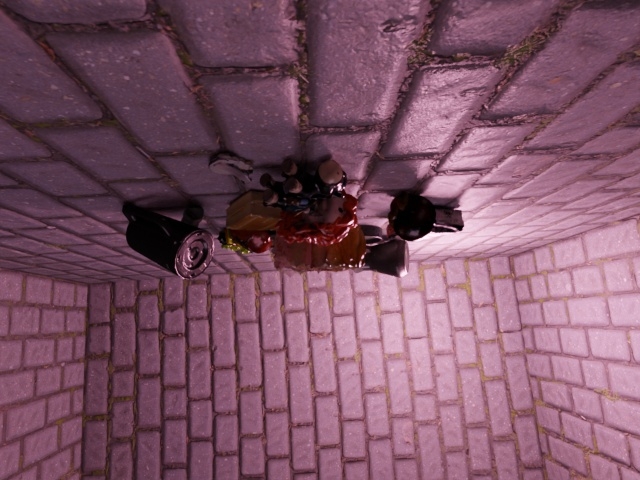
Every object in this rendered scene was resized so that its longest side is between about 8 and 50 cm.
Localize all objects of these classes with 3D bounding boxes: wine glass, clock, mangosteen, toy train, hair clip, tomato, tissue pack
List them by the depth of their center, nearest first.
[{"bbox_3d":[-0.271,-0.216,1.252,0.116,0.049,0.172,-16,162,29],"label":"hair clip"},{"bbox_3d":[-0.522,-0.095,1.694,0.079,0.079,0.195,1,170,-23],"label":"wine glass"},{"bbox_3d":[0.379,-0.095,1.732,0.209,0.210,0.210,-4,169,-1],"label":"mangosteen"},{"bbox_3d":[-0.333,-0.013,1.901,0.227,0.101,0.228,29,163,10],"label":"tomato"},{"bbox_3d":[0.514,-0.071,2.075,0.244,0.123,0.332,0,168,-31],"label":"tissue pack"},{"bbox_3d":[-0.404,-0.003,2.162,0.160,0.101,0.296,-16,165,20],"label":"toy train"},{"bbox_3d":[0.201,-0.022,2.371,0.312,0.062,0.312,-3,169,-1],"label":"clock"}]

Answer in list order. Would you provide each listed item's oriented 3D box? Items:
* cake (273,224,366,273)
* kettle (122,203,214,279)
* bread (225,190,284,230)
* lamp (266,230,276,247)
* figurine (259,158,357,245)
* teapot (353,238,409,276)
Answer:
[{"bbox_3d":[0.000,0.000,1.844,0.306,0.294,0.314,-6,166,38],"label":"cake"},{"bbox_3d":[-0.612,0.002,1.618,0.307,0.203,0.262,21,180,24],"label":"kettle"},{"bbox_3d":[-0.228,-0.105,1.665,0.239,0.111,0.246,5,166,-36],"label":"bread"},{"bbox_3d":[-0.222,-0.035,2.085,0.089,0.090,0.325,-4,170,-4],"label":"lamp"},{"bbox_3d":[-0.029,-0.133,1.406,0.306,0.241,0.412,-27,151,-5],"label":"figurine"},{"bbox_3d":[0.385,0.101,2.675,0.343,0.254,0.300,-3,136,20],"label":"teapot"}]
